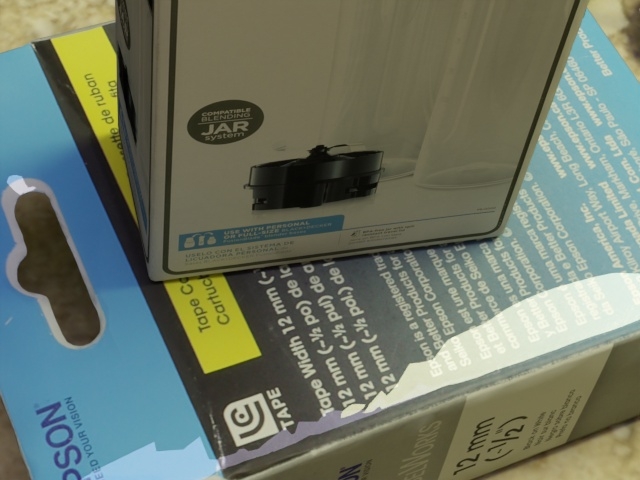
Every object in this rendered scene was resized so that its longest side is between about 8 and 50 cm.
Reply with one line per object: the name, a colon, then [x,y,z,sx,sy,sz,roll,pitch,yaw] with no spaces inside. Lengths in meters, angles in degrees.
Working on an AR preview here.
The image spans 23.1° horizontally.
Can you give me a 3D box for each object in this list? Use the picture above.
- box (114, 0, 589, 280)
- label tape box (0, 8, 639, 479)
box: [0.009,-0.105,0.588,0.169,0.290,0.087,-7,57,-13]
label tape box: [0.000,0.000,0.759,0.348,0.115,0.249,-19,60,-17]
